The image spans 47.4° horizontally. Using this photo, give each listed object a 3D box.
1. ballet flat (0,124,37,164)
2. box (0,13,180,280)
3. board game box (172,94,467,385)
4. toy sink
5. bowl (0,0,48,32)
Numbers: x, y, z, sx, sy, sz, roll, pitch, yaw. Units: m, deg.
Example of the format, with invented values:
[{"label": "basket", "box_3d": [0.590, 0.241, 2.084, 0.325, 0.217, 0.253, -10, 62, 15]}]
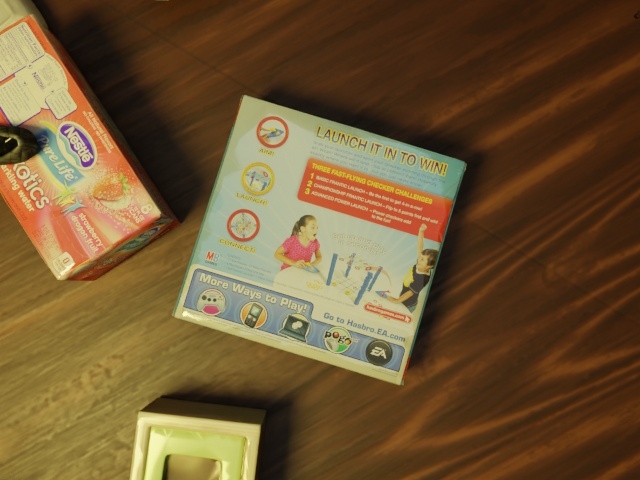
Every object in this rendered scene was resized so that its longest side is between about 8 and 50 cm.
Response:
[{"label": "ballet flat", "box_3d": [-0.415, -0.112, 0.840, 0.173, 0.049, 0.057, -5, 87, 1]}, {"label": "box", "box_3d": [-0.331, -0.110, 0.938, 0.154, 0.142, 0.300, -34, 87, -3]}, {"label": "board game box", "box_3d": [0.000, 0.000, 0.969, 0.308, 0.086, 0.301, 17, 86, 0]}, {"label": "toy sink", "box_3d": [-0.159, 0.331, 0.920, 0.153, 0.131, 0.234, 7, 86, -1]}, {"label": "bowl", "box_3d": [-0.457, -0.293, 0.981, 0.142, 0.053, 0.142, -38, 79, -3]}]
